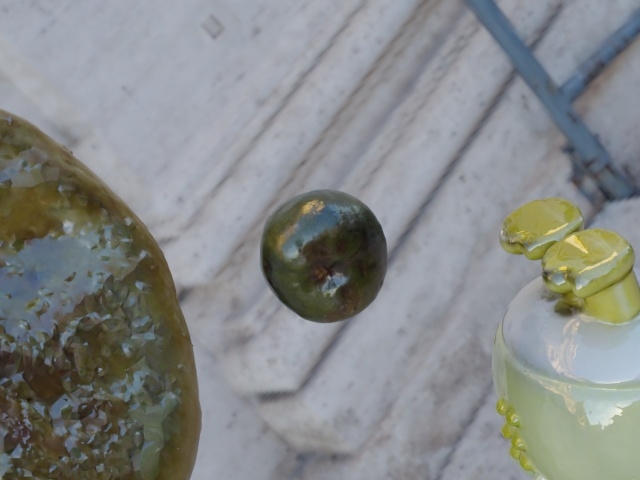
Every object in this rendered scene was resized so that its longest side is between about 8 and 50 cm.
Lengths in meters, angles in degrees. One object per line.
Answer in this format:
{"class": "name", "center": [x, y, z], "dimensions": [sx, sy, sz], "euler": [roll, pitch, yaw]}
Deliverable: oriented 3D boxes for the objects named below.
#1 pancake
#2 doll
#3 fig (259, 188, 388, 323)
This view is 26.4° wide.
{"class": "pancake", "center": [-0.234, 0.084, 0.828], "dimensions": [0.082, 0.387, 0.387], "euler": [-23, 28, 50]}
{"class": "doll", "center": [0.154, 0.124, 0.750], "dimensions": [0.117, 0.296, 0.141], "euler": [-12, 22, -20]}
{"class": "fig", "center": [0.011, -0.008, 1.341], "dimensions": [0.126, 0.133, 0.185], "euler": [-38, 20, 38]}
